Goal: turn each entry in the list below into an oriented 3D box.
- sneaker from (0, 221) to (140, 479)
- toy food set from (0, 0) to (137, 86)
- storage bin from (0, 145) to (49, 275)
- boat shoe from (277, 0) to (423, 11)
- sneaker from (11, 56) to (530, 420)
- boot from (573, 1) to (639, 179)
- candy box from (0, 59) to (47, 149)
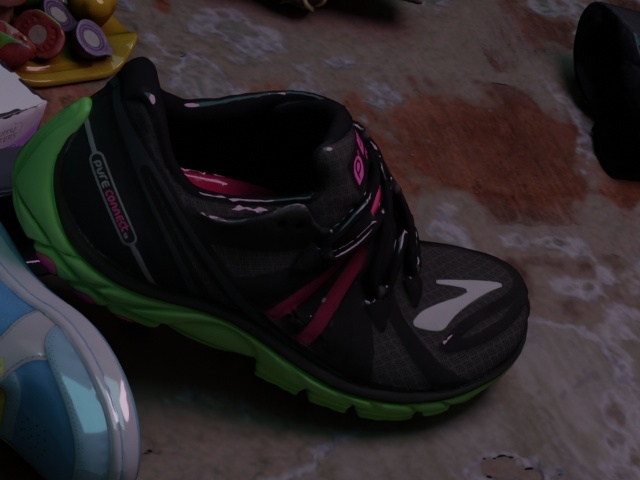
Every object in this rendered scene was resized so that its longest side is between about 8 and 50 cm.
[{"bbox_3d":[-0.280,0.088,1.246,0.208,0.127,0.319,-11,41,-40],"label":"sneaker"},{"bbox_3d":[-0.264,-0.207,1.636,0.218,0.071,0.128,-15,53,-40],"label":"toy food set"},{"bbox_3d":[-0.240,-0.036,1.442,0.135,0.098,0.091,-11,40,-38],"label":"storage bin"},{"bbox_3d":[-0.034,-0.292,1.845,0.324,0.096,0.116,15,-2,-19],"label":"boat shoe"},{"bbox_3d":[0.000,0.000,1.397,0.483,0.202,0.185,19,34,-35],"label":"sneaker"},{"bbox_3d":[0.479,-0.199,2.003,0.445,0.146,0.367,2,41,-20],"label":"boot"},{"bbox_3d":[-0.357,-0.127,1.492,0.196,0.070,0.165,42,40,21],"label":"candy box"}]
